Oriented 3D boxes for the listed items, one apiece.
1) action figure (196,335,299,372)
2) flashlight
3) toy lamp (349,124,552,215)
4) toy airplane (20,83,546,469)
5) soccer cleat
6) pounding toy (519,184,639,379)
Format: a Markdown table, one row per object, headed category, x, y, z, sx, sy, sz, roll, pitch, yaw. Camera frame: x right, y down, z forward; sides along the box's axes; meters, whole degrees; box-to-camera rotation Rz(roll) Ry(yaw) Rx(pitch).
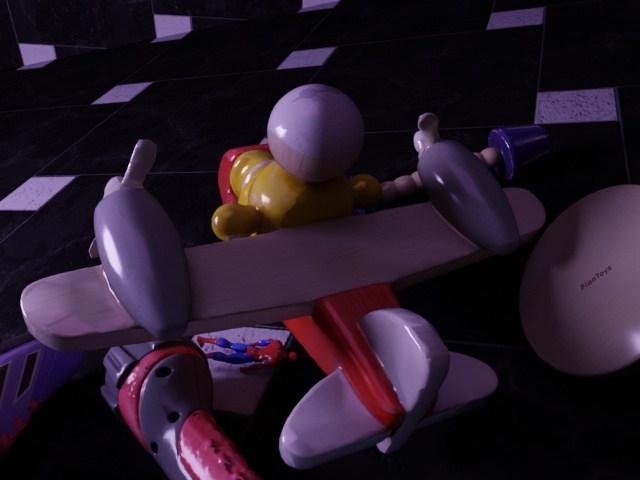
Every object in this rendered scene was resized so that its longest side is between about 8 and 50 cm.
| category | x | y | z | sx | sy | sz | roll | pitch | yaw |
| --- | --- | --- | --- | --- | --- | --- | --- | --- | --- |
| action figure | -0.080 | 0.123 | 0.638 | 0.115 | 0.030 | 0.038 | 0 | 43 | 13 |
| flashlight | -0.086 | 0.178 | 0.501 | 0.103 | 0.103 | 0.304 | -32 | 37 | -28 |
| toy lamp | 0.180 | -0.095 | 0.809 | 0.275 | 0.080 | 0.080 | -17 | 35 | -1 |
| toy airplane | 0.000 | 0.000 | 0.540 | 0.385 | 0.272 | 0.386 | 11 | 29 | 18 |
| soccer cleat | -0.356 | 0.209 | 0.573 | 0.116 | 0.108 | 0.318 | 35 | 54 | 25 |
| pounding toy | 0.304 | 0.045 | 0.524 | 0.237 | 0.110 | 0.182 | -24 | 47 | 59 |
